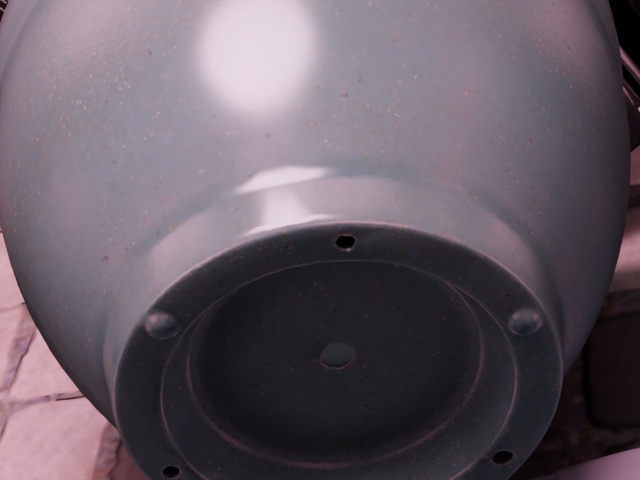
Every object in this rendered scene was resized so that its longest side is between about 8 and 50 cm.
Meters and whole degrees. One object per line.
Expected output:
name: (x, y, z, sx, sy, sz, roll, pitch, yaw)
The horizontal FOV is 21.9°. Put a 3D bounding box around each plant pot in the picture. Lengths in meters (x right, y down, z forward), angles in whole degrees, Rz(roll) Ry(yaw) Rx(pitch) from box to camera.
plant pot: (0.000, 0.000, 0.697, 0.293, 0.293, 0.196, -17, 38, 9)

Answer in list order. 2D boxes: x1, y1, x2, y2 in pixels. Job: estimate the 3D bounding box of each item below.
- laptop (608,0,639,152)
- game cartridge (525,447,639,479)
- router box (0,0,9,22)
laptop: (0.114, -0.125, 0.921, 0.264, 0.136, 0.234, -23, 69, -35)
game cartridge: (0.053, 0.193, 0.624, 0.294, 0.060, 0.196, -26, 39, -4)
router box: (-0.247, -0.175, 1.261, 0.133, 0.046, 0.179, -35, 38, -16)
